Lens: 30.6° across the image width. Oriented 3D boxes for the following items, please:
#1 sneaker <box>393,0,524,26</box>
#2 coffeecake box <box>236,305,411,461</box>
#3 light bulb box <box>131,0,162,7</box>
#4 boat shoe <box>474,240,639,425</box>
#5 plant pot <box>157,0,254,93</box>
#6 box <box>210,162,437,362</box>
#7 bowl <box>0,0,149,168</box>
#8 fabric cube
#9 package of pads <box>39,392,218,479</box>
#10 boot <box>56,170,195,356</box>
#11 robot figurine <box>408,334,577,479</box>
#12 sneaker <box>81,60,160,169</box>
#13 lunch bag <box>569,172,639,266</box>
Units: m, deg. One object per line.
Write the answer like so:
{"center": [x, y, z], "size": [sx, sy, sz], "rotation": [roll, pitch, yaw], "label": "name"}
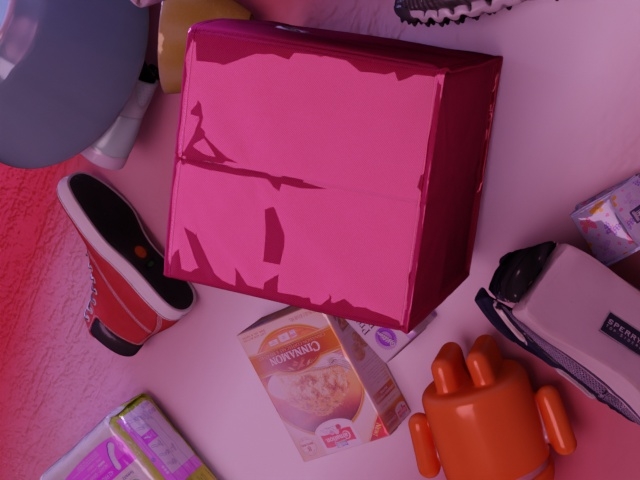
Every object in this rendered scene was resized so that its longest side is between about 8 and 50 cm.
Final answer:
{"center": [0.178, -0.281, 1.172], "size": [0.234, 0.078, 0.106], "rotation": [-8, 102, 29], "label": "sneaker"}
{"center": [0.004, 0.167, 1.457], "size": [0.142, 0.068, 0.185], "rotation": [-25, 96, 35], "label": "coffeecake box"}
{"center": [-0.046, -0.437, 1.066], "size": [0.225, 0.361, 0.358], "rotation": [49, 126, 4], "label": "light bulb box"}
{"center": [0.318, 0.117, 1.232], "size": [0.340, 0.158, 0.127], "rotation": [39, 82, -10], "label": "boat shoe"}
{"center": [-0.128, -0.233, 1.353], "size": [0.095, 0.134, 0.134], "rotation": [5, 114, 3], "label": "plant pot"}
{"center": [0.000, 0.000, 1.395], "size": [0.324, 0.063, 0.067], "rotation": [48, 125, 6], "label": "box"}
{"center": [-0.374, -0.253, 1.382], "size": [0.311, 0.163, 0.312], "rotation": [-5, 79, 26], "label": "bowl"}
{"center": [0.020, -0.081, 1.196], "size": [0.258, 0.254, 0.259], "rotation": [12, 104, 19], "label": "fabric cube"}
{"center": [-0.239, 0.389, 1.674], "size": [0.296, 0.101, 0.229], "rotation": [50, 127, 3], "label": "package of pads"}
{"center": [-0.301, 0.040, 1.582], "size": [0.176, 0.088, 0.244], "rotation": [-37, 92, 37], "label": "boot"}
{"center": [0.194, 0.221, 1.328], "size": [0.128, 0.158, 0.219], "rotation": [14, 123, 71], "label": "robot figurine"}
{"center": [-0.306, -0.222, 1.483], "size": [0.256, 0.094, 0.151], "rotation": [40, 112, 20], "label": "sneaker"}
{"center": [0.311, -0.022, 1.207], "size": [0.083, 0.053, 0.071], "rotation": [-29, 94, 27], "label": "lunch bag"}
